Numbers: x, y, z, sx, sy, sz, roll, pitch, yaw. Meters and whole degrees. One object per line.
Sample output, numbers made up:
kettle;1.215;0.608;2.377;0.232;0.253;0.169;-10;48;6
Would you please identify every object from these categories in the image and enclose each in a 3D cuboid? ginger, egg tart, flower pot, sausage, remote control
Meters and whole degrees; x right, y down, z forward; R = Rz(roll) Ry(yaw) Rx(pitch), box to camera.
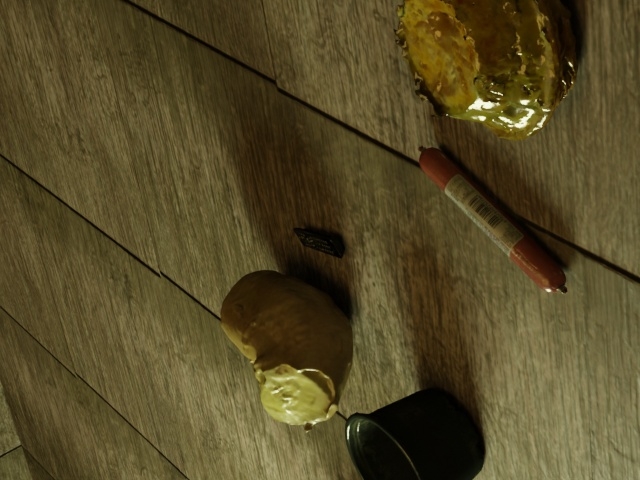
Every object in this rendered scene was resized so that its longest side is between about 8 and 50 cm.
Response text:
ginger;-0.041;0.121;1.932;0.138;0.152;0.267;47;-176;-33
egg tart;0.135;-0.181;1.371;0.212;0.090;0.213;43;146;40
flower pot;0.115;0.244;1.798;0.157;0.106;0.157;41;150;31
sausage;0.167;-0.023;1.526;0.223;0.029;0.029;48;151;28
remote control;0.000;0.000;1.875;0.091;0.016;0.034;17;146;56
